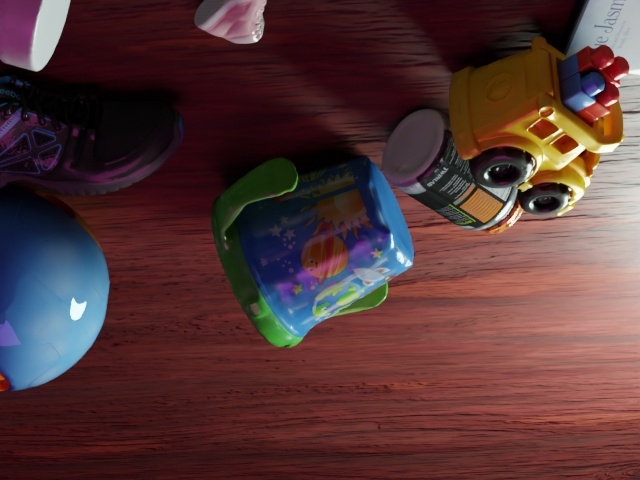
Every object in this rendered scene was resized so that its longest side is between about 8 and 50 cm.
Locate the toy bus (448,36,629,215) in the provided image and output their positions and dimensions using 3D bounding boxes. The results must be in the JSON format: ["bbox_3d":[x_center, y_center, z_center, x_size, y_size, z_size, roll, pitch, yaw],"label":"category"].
[{"bbox_3d":[0.299,-0.152,1.427,0.211,0.149,0.220,-28,138,36],"label":"toy bus"}]

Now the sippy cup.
[{"bbox_3d":[0.000,0.000,1.599,0.224,0.240,0.305,-24,179,13],"label":"sippy cup"}]

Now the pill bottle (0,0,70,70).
[{"bbox_3d":[-0.413,-0.274,1.167,0.302,0.169,0.169,18,143,-2],"label":"pill bottle"}]

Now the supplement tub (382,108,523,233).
[{"bbox_3d":[0.184,-0.087,1.551,0.117,0.117,0.190,-30,136,35],"label":"supplement tub"}]

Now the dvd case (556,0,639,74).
[{"bbox_3d":[0.426,-0.264,1.387,0.253,0.022,0.180,3,145,-6],"label":"dvd case"}]

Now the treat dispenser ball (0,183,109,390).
[{"bbox_3d":[-0.438,0.065,1.601,0.288,0.288,0.288,-1,145,-1],"label":"treat dispenser ball"}]

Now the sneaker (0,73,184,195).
[{"bbox_3d":[-0.345,-0.137,1.457,0.341,0.125,0.139,-7,140,4],"label":"sneaker"}]

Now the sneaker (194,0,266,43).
[{"bbox_3d":[-0.078,-0.273,1.335,0.070,0.051,0.134,26,140,-36],"label":"sneaker"}]
